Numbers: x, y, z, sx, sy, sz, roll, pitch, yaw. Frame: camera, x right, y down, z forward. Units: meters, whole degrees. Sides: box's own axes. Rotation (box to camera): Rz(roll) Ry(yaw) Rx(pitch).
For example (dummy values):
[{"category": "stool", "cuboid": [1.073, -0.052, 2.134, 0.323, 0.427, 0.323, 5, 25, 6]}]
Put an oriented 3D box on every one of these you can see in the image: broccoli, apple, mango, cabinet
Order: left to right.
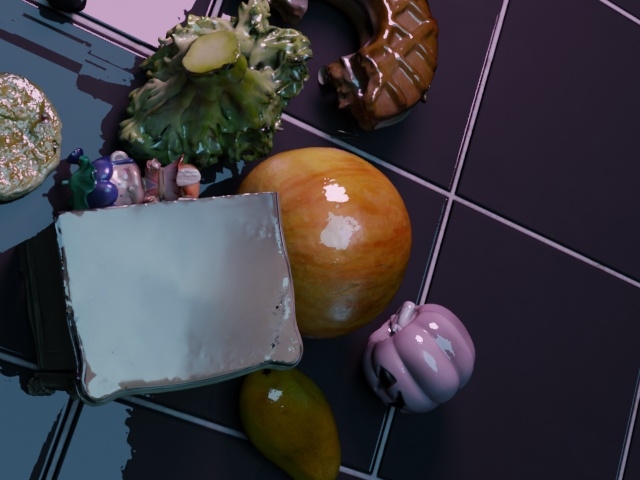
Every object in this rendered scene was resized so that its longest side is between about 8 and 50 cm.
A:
[{"category": "cabinet", "cuboid": [-0.230, 0.083, 1.363, 0.290, 0.318, 0.227, -8, 86, -28]}, {"category": "broccoli", "cuboid": [-0.159, -0.234, 1.477, 0.248, 0.245, 0.288, 24, 72, 9]}, {"category": "mango", "cuboid": [-0.040, 0.282, 1.559, 0.136, 0.099, 0.227, -42, 111, -29]}, {"category": "apple", "cuboid": [0.000, 0.000, 1.517, 0.233, 0.286, 0.286, -7, 87, -30]}]

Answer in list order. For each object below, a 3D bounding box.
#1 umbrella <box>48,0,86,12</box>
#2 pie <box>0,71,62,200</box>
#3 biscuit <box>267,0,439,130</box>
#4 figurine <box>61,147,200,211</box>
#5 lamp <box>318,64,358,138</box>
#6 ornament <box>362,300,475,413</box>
[{"category": "umbrella", "cuboid": [-0.333, -0.506, 1.499, 0.106, 0.113, 0.357, 7, 86, 2]}, {"category": "pie", "cuboid": [-0.450, -0.146, 1.432, 0.187, 0.041, 0.186, 3, 82, -26]}, {"category": "biscuit", "cuboid": [0.055, -0.367, 1.651, 0.366, 0.115, 0.268, 50, 58, -8]}, {"category": "figurine", "cuboid": [-0.263, -0.070, 1.446, 0.195, 0.102, 0.111, 1, 101, -4]}, {"category": "lamp", "cuboid": [0.032, -0.227, 1.688, 0.054, 0.041, 0.121, -2, 82, -35]}, {"category": "ornament", "cuboid": [0.150, 0.180, 1.624, 0.178, 0.177, 0.177, 3, 83, -26]}]
